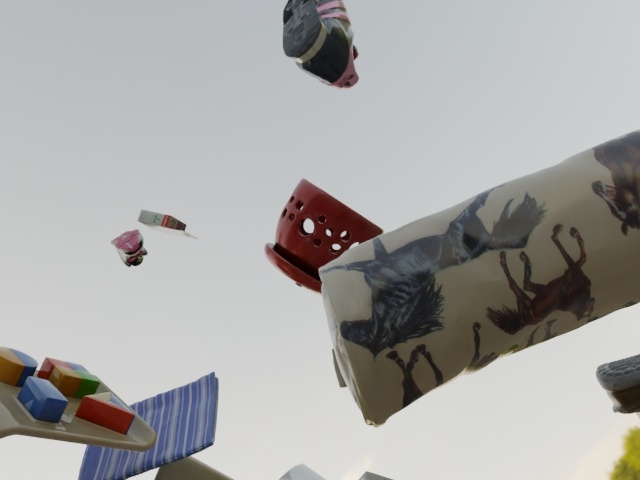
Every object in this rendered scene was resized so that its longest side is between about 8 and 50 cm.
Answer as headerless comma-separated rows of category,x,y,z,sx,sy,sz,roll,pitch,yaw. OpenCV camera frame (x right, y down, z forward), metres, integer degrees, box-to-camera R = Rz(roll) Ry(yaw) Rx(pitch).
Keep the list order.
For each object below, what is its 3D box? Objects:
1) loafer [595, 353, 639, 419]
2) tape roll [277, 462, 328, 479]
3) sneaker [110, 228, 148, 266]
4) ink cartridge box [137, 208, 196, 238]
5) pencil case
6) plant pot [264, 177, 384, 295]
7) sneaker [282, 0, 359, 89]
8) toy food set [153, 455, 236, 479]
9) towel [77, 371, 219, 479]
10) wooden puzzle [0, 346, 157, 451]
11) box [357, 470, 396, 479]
loafer,0.506,0.220,1.025,0.134,0.130,0.366,-26,-23,34
tape roll,-0.064,0.489,1.096,0.286,0.100,0.286,-50,-21,-28
sneaker,-0.412,0.022,1.593,0.063,0.170,0.075,-39,-73,-19
ink cartridge box,-0.309,-0.033,1.482,0.063,0.115,0.029,39,-116,-62
pencil case,0.188,0.027,0.681,0.410,0.160,0.183,-24,-31,1
plant pot,0.000,0.000,1.386,0.174,0.191,0.191,-57,-36,6
sneaker,0.009,-0.380,1.301,0.112,0.319,0.131,-33,-55,32
toy food set,-0.330,0.657,1.729,0.092,0.220,0.306,-47,16,33
towel,-0.394,0.436,1.664,0.336,0.243,0.040,-22,-62,7
wooden puzzle,-0.534,0.305,1.448,0.348,0.322,0.080,21,-88,-47
box,0.059,0.581,1.349,0.087,0.169,0.290,21,-53,-13
